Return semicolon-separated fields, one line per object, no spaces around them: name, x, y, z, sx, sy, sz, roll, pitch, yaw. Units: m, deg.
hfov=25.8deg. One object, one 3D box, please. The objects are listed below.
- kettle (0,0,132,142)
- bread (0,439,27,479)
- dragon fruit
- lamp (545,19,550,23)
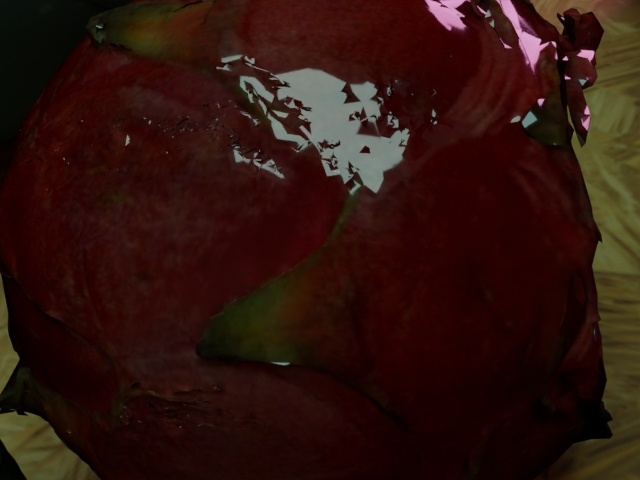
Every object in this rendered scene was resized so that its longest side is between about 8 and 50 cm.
kettle;-0.157;-0.166;0.846;0.342;0.319;0.247;-2;57;50
bread;-0.307;0.198;0.626;0.382;0.129;0.366;-19;44;-7
dragon fruit;0.000;0.000;0.662;0.302;0.295;0.295;-3;42;26
lamp;0.133;-0.102;0.906;0.041;0.054;0.121;5;45;17
